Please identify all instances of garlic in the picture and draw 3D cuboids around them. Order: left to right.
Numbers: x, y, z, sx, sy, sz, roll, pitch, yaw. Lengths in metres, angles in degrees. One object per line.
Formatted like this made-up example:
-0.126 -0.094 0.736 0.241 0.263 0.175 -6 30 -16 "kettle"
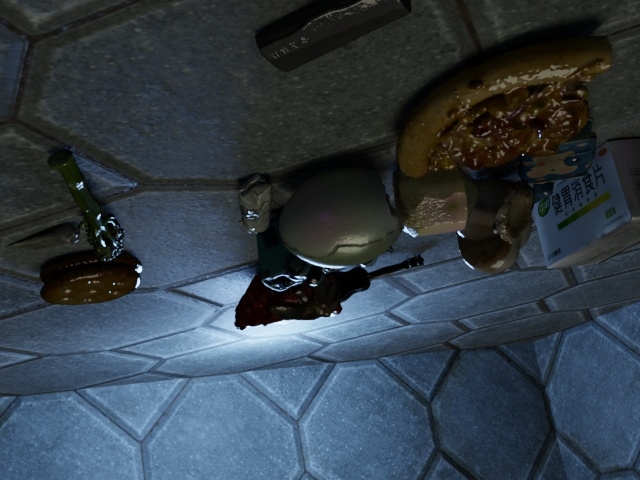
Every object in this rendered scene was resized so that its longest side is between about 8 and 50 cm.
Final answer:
0.316 -0.051 1.706 0.256 0.207 0.207 9 158 -15 "garlic"

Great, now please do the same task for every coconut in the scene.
0.218 -0.082 1.600 0.152 0.147 0.147 -7 163 -4 "coconut"

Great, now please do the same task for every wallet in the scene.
0.439 -0.168 1.586 0.141 0.059 0.202 -7 162 11 "wallet"

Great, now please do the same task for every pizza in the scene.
0.286 -0.196 1.335 0.408 0.114 0.277 -21 155 39 "pizza"

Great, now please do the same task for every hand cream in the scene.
-0.517 0.000 1.619 0.165 0.037 0.057 -12 165 31 "hand cream"

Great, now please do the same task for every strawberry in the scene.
-0.102 0.139 2.145 0.265 0.149 0.336 -7 174 -34 "strawberry"

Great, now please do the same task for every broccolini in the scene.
-0.405 -0.061 1.459 0.073 0.079 0.392 1 156 0 "broccolini"

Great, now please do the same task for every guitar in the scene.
0.142 0.089 2.237 0.271 0.084 0.038 -19 160 7 "guitar"

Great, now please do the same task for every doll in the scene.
0.452 -0.108 1.811 0.076 0.051 0.083 7 158 -35 "doll"

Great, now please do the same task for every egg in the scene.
0.028 -0.036 1.546 0.217 0.183 0.183 -22 162 7 "egg"

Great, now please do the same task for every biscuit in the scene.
-0.490 0.084 1.831 0.220 0.066 0.220 -10 164 -3 "biscuit"

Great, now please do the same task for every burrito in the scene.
-0.122 -0.062 1.596 0.064 0.064 0.203 -8 162 -8 "burrito"

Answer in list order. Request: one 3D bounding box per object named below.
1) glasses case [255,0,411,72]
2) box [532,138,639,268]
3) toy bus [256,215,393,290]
0.016 -0.267 1.047 0.190 0.042 0.072 -20 153 28 "glasses case"
0.595 -0.069 1.803 0.145 0.173 0.333 -3 161 -18 "box"
0.000 0.000 1.716 0.256 0.147 0.128 -19 160 12 "toy bus"
